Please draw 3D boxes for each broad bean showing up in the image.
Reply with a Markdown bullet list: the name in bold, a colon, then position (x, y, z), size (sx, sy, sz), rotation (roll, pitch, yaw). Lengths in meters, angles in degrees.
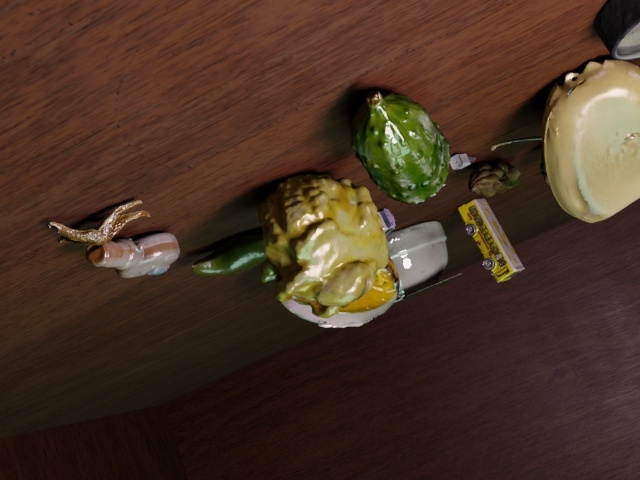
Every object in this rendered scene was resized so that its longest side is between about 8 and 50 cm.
- **broad bean**: position (-0.096, 0.012, 1.508), size (0.325, 0.067, 0.075), rotation (-15, 178, -24)

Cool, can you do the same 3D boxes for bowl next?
- **bowl**: position (0.220, 0.076, 2.187), size (0.307, 0.163, 0.307), rotation (-23, 171, -4)

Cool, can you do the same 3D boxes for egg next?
- **egg**: position (0.038, 0.058, 1.754), size (0.265, 0.174, 0.286), rotation (-15, 146, 15)

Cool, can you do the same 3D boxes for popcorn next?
- **popcorn**: position (0.000, 0.000, 1.292), size (0.195, 0.254, 0.256), rotation (-5, 149, 25)

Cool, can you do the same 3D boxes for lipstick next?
- **lipstick**: position (0.289, -0.159, 1.578), size (0.025, 0.025, 0.107), rotation (-29, 173, 30)

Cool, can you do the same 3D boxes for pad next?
- **pad**: position (0.301, 0.128, 2.142), size (0.158, 0.003, 0.235), rotation (-22, 172, 1)

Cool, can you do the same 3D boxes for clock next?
- **clock**: position (0.529, -0.350, 1.113), size (0.281, 0.055, 0.280), rotation (-21, 168, -5)

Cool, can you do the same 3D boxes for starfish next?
- **starfish**: position (-0.312, -0.010, 1.068), size (0.133, 0.041, 0.130), rotation (-30, 169, 32)

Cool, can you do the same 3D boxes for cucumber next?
- **cucumber**: position (0.102, -0.144, 1.093), size (0.134, 0.134, 0.244), rotation (-25, 158, 11)

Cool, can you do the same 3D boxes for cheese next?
- **cheese**: position (0.512, -0.189, 1.400), size (0.260, 0.128, 0.315), rotation (-35, 126, 4)

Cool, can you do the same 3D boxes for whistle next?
- **whistle**: position (-0.287, 0.024, 1.217), size (0.107, 0.057, 0.220), rotation (-24, 171, 12)

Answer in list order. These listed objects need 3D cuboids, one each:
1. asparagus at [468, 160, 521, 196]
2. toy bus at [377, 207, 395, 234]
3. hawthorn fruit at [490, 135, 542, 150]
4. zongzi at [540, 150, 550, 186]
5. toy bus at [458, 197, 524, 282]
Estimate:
- **asparagus**: position (0.382, -0.138, 1.730), size (0.080, 0.080, 0.287), rotation (-31, 174, 34)
- **toy bus**: position (0.132, -0.033, 1.778), size (0.058, 0.052, 0.102), rotation (-23, 170, -13)
- **hawthorn fruit**: position (0.483, -0.208, 1.558), size (0.286, 0.165, 0.165), rotation (3, 162, -10)
- **zongzi**: position (0.614, -0.232, 1.713), size (0.251, 0.125, 0.274), rotation (2, 126, 3)
- **toy bus**: position (0.446, -0.002, 2.078), size (0.074, 0.226, 0.081), rotation (-35, 162, 31)
